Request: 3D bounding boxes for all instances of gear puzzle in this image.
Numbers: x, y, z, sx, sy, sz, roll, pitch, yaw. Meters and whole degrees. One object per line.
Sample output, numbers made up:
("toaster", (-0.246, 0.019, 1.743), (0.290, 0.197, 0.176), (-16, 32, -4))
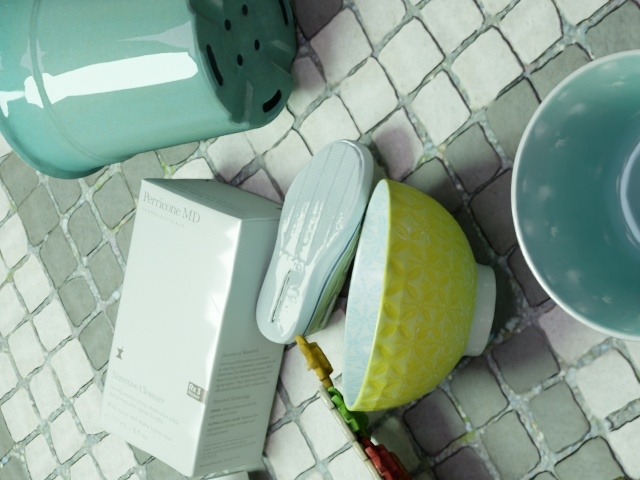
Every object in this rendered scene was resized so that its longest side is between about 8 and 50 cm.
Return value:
("gear puzzle", (0.068, 0.259, 1.745), (0.044, 0.175, 0.339), (-35, 70, 1))

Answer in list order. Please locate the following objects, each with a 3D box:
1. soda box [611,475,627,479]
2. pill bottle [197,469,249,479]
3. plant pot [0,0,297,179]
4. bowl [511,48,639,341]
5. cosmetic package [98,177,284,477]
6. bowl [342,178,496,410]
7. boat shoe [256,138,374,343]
("soda box", (0.329, 0.375, 1.596), (0.058, 0.061, 0.181), (36, 114, 30))
("pill bottle", (-0.124, 0.447, 1.921), (0.117, 0.117, 0.215), (-18, 82, 38))
("plant pot", (-0.235, -0.267, 1.846), (0.334, 0.341, 0.341), (-4, 91, 30))
("bowl", (0.384, -0.052, 1.458), (0.311, 0.163, 0.311), (4, 96, 38))
("cosmetic package", (-0.170, 0.117, 1.910), (0.217, 0.156, 0.385), (19, 106, 38))
("bowl", (0.128, 0.078, 1.653), (0.156, 0.289, 0.289), (9, 102, -6))
("boat shoe", (0.000, 0.000, 1.806), (0.109, 0.094, 0.302), (34, 111, 28))
